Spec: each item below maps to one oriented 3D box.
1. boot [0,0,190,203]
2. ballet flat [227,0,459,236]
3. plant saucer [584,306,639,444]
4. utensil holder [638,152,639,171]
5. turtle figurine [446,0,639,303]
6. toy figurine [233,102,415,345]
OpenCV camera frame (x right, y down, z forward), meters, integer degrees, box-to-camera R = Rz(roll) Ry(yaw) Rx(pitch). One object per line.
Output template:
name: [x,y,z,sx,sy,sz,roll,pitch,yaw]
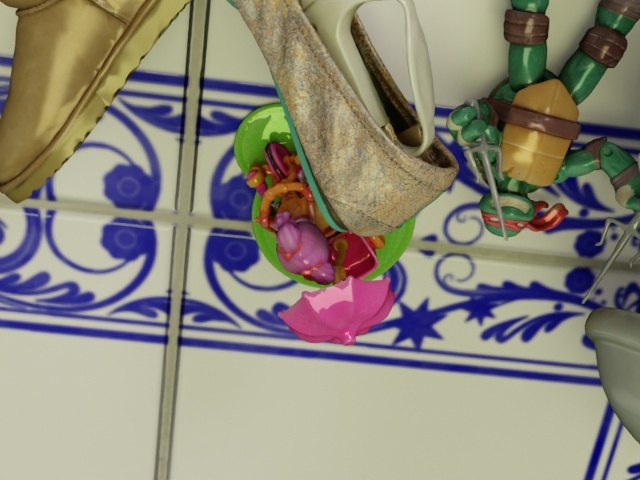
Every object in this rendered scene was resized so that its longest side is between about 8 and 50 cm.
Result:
boot: [-0.240,-0.189,0.717,0.269,0.089,0.236,36,101,-18]
ballet flat: [0.001,-0.157,0.692,0.106,0.107,0.316,-21,103,30]
plant saucer: [0.348,0.183,0.745,0.400,0.400,0.101,30,87,-16]
utensil holder: [0.432,-0.088,0.613,0.327,0.327,0.385,39,94,-19]
turtle figurine: [0.157,-0.081,0.762,0.175,0.118,0.234,8,102,-24]
toy figurine: [0.000,0.000,0.775,0.130,0.159,0.173,-30,114,13]
